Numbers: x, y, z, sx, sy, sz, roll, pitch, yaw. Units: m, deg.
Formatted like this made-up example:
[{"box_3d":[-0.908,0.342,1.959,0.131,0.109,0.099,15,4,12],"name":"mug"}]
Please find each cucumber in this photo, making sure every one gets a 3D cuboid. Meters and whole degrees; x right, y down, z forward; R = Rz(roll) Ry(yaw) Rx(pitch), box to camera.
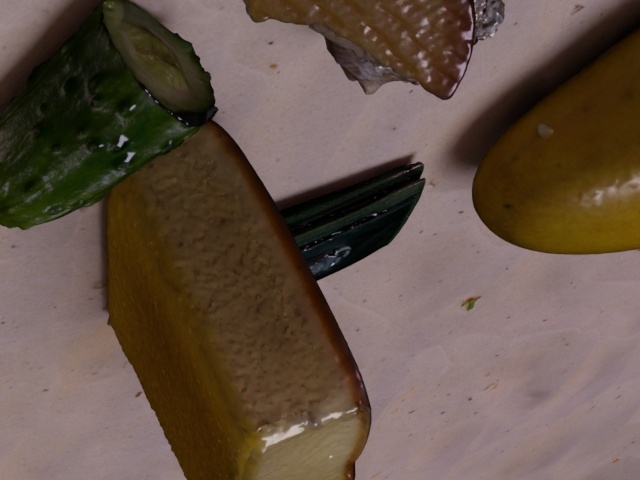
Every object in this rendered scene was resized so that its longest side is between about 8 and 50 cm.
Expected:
[{"box_3d":[-0.209,-0.084,1.386,0.244,0.134,0.134,-36,155,23],"name":"cucumber"}]

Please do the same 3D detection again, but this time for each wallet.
[{"box_3d":[0.001,0.002,1.838,0.236,0.055,0.160,-20,158,-25],"name":"wallet"}]

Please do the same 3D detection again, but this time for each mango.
[{"box_3d":[0.376,-0.115,1.861,0.445,0.220,0.301,-24,154,-8],"name":"mango"}]

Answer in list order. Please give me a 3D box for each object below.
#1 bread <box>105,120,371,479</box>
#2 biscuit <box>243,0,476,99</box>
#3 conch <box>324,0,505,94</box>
[{"box_3d":[-0.087,0.103,1.605,0.143,0.333,0.323,-21,155,-18],"name":"bread"},{"box_3d":[0.031,-0.201,1.371,0.176,0.031,0.228,-22,118,17],"name":"biscuit"},{"box_3d":[0.076,-0.231,1.459,0.178,0.163,0.245,-58,143,-23],"name":"conch"}]
